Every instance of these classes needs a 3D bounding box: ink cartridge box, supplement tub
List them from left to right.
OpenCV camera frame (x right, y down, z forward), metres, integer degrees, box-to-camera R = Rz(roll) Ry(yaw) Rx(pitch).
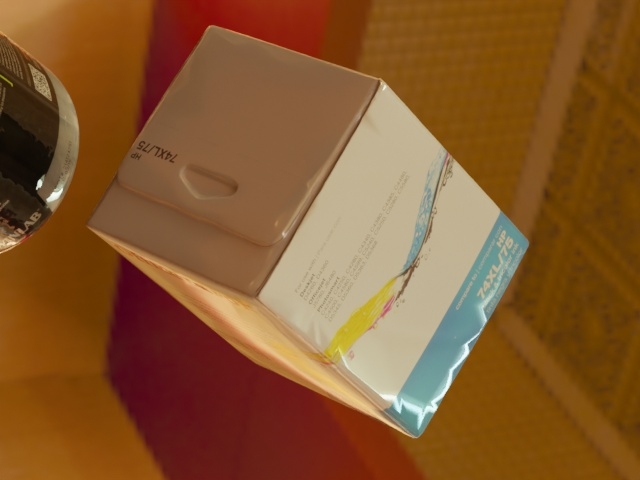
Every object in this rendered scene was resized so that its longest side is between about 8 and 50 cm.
[{"bbox_3d":[-0.345,-0.116,1.582,0.316,0.193,0.193,41,24,-60],"label":"supplement tub"},{"bbox_3d":[-0.005,-0.005,1.600,0.198,0.270,0.197,22,-104,39],"label":"ink cartridge box"}]
